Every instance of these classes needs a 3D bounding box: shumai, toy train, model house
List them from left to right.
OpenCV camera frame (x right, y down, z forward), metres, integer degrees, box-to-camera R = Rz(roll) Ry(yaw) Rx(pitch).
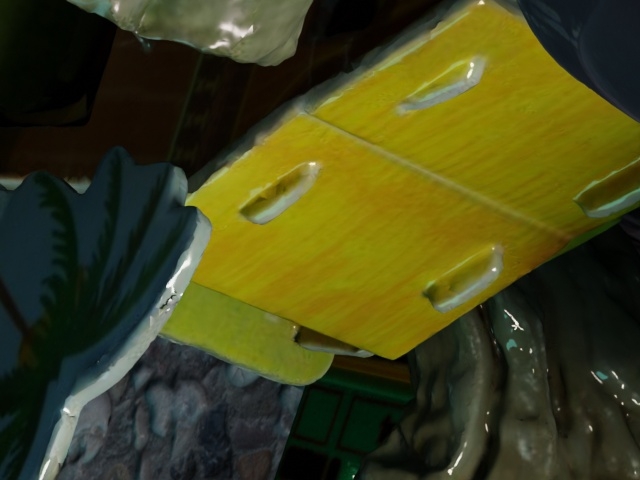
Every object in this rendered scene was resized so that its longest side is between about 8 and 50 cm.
[{"bbox_3d":[0.000,0.000,0.770,0.300,0.340,0.324,25,166,-39],"label":"model house"},{"bbox_3d":[0.108,0.154,1.751,0.178,0.249,0.429,26,170,-33],"label":"toy train"},{"bbox_3d":[0.152,0.079,1.234,0.304,0.263,0.309,-3,-163,31],"label":"shumai"}]

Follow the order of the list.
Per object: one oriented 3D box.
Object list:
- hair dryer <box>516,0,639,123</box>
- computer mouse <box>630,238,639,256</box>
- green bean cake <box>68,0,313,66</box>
[{"bbox_3d":[0.021,-0.138,0.445,0.361,0.121,0.301,39,-163,-19],"label":"hair dryer"},{"bbox_3d":[0.125,0.018,1.472,0.310,0.071,0.158,12,170,38],"label":"computer mouse"},{"bbox_3d":[-0.073,-0.146,0.557,0.183,0.094,0.185,26,-147,-21],"label":"green bean cake"}]
